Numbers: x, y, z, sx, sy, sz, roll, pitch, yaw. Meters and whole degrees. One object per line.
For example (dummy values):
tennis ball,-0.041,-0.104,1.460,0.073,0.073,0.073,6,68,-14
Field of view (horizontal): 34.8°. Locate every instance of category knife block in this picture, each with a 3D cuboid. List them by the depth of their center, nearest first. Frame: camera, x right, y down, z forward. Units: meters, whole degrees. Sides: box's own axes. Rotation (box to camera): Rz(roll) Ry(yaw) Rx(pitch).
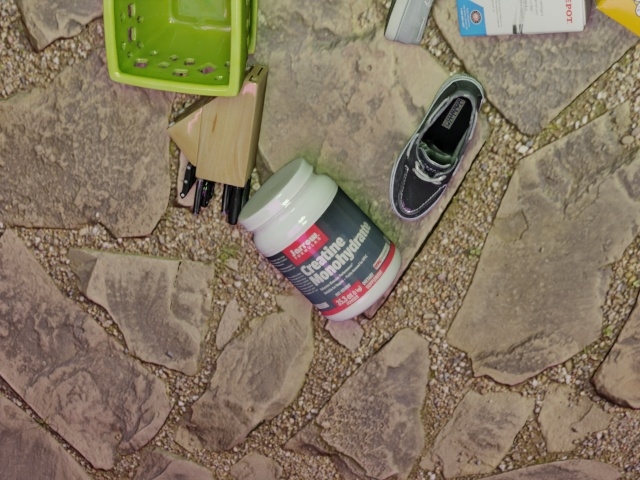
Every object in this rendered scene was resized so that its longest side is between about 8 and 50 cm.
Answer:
knife block,-0.154,-0.159,1.889,0.275,0.088,0.242,-28,112,25

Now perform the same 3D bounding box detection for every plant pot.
plant pot,-0.216,-0.389,1.694,0.227,0.207,0.228,9,122,8

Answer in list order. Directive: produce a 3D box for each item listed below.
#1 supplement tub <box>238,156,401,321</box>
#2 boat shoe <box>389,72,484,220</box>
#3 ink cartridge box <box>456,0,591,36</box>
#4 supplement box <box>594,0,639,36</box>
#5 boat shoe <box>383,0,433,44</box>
supplement tub,0.000,0.000,1.889,0.191,0.191,0.272,-36,107,28
boat shoe,0.201,-0.148,1.808,0.108,0.102,0.301,26,122,-4
ink cartridge box,0.320,-0.409,1.616,0.203,0.086,0.148,3,121,23
supplement box,0.584,-0.457,1.486,0.194,0.195,0.356,32,122,-7
boat shoe,0.174,-0.423,1.673,0.081,0.079,0.227,16,128,-8
